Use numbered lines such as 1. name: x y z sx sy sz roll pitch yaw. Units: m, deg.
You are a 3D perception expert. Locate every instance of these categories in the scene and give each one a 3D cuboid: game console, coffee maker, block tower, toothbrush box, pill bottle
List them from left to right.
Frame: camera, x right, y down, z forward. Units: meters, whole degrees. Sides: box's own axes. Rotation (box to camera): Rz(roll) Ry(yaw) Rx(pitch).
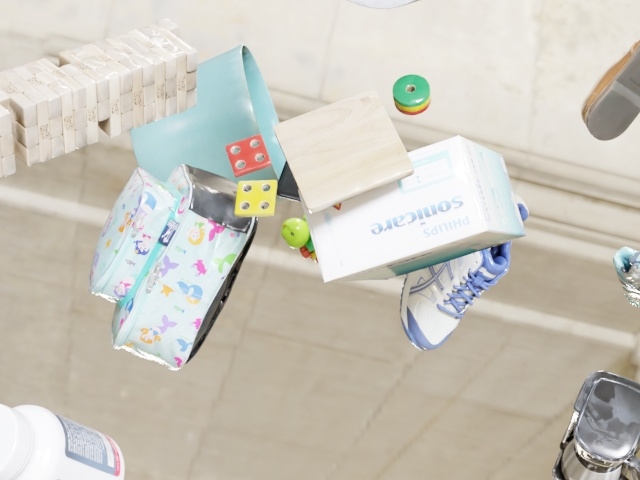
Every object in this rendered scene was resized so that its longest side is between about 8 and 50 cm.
1. pill bottle: -0.301 0.236 1.412 0.180 0.108 0.108 41 55 -55
2. block tower: -0.301 -0.177 1.643 0.335 0.097 0.091 -27 139 -34
3. game console: 0.004 -0.088 1.995 0.107 0.122 0.071 -19 124 -82
4. toothbrush box: 0.127 -0.033 1.707 0.295 0.216 0.126 -1 74 -71
5. coffee maker: 0.389 0.251 1.814 0.178 0.120 0.171 90 2 -60

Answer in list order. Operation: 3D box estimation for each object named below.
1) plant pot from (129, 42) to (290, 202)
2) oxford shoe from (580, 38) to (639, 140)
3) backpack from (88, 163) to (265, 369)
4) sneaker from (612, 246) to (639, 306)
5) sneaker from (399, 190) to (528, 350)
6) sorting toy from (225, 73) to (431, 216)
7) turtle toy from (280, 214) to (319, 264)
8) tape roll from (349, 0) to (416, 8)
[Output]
1. plant pot: -0.202 -0.179 2.357 0.293 0.235 0.293 -17 90 -84
2. oxford shoe: 0.396 -0.221 1.616 0.212 0.076 0.076 -44 -154 15
3. backpack: -0.201 0.034 1.731 0.225 0.191 0.254 -128 -124 -73
4. sneaker: 0.655 0.069 2.545 0.110 0.122 0.283 -39 -166 -16
5. sneaker: 0.223 0.045 2.063 0.131 0.111 0.297 34 -75 57
6. sorting toy: 0.020 -0.095 1.565 0.046 0.274 0.132 76 -8 -57
7. turtle toy: 0.000 0.000 1.937 0.095 0.130 0.066 -29 -142 51
8. tape roll: 0.085 -0.400 1.633 0.072 0.219 0.219 -32 142 -59
